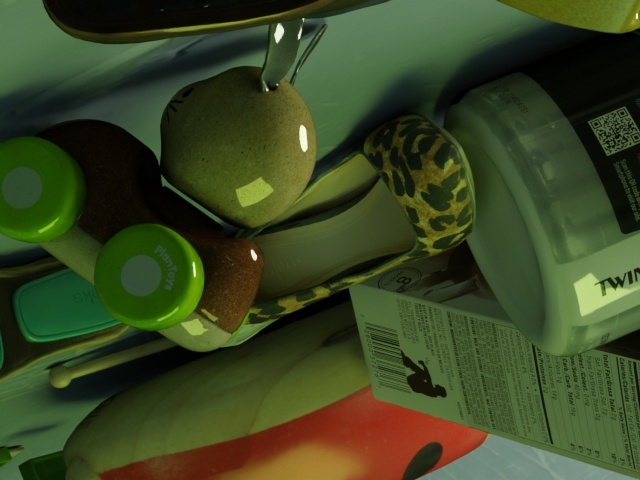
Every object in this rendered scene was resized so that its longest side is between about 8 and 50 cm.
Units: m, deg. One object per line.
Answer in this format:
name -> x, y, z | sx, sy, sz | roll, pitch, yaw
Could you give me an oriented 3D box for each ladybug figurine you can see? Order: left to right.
ladybug figurine -> -0.009, 0.153, 1.666 | 0.449, 0.162, 0.305 | -20, 176, -26

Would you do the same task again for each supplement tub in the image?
supplement tub -> 0.258, -0.063, 1.306 | 0.316, 0.194, 0.193 | -22, 167, -10

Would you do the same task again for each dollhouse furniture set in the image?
dollhouse furniture set -> -0.287, 0.233, 1.748 | 0.151, 0.076, 0.058 | -33, 164, 30

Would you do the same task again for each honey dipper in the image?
honey dipper -> -0.139, 0.087, 1.547 | 0.160, 0.030, 0.030 | -17, 165, -21

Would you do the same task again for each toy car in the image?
toy car -> -0.063, -0.051, 1.011 | 0.188, 0.149, 0.155 | -54, 170, -1

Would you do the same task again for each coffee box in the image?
coffee box -> 0.191, 0.064, 1.444 | 0.297, 0.119, 0.168 | 13, -143, 41

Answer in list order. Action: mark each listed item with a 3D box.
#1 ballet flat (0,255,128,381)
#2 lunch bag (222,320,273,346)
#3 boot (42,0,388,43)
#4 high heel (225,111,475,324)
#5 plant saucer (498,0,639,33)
ballet flat -> -0.210, 0.055, 1.191 | 0.073, 0.080, 0.232 | -16, 174, 39
lunch bag -> -0.068, 0.050, 1.477 | 0.083, 0.053, 0.071 | -36, 168, 7
boot -> -0.021, -0.115, 0.843 | 0.219, 0.082, 0.106 | -22, 164, -20
high heel -> 0.000, 0.000, 1.293 | 0.186, 0.093, 0.261 | -28, 177, -14
plant saucer -> 0.253, -0.216, 0.949 | 0.332, 0.081, 0.333 | -23, 166, -9
